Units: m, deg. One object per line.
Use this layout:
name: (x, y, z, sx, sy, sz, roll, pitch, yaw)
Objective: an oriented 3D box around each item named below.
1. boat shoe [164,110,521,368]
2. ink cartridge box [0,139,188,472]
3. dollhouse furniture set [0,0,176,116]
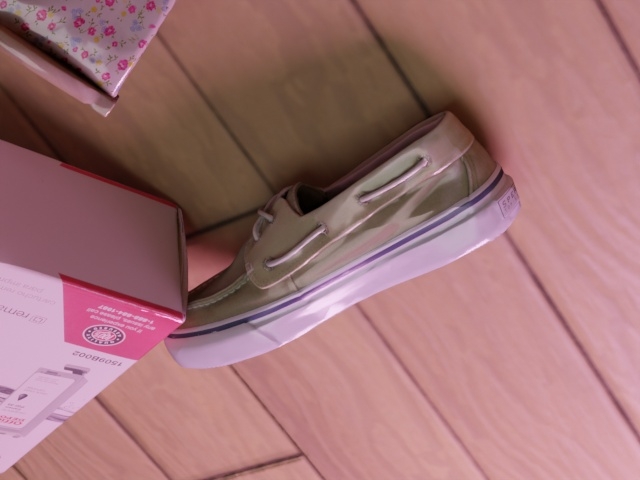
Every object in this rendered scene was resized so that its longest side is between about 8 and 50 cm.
boat shoe: (0.000, 0.000, 1.086, 0.302, 0.109, 0.094, -27, 103, 23)
ink cartridge box: (-0.265, 0.058, 1.145, 0.207, 0.117, 0.283, 20, 137, -33)
dollhouse furniture set: (-0.186, -0.155, 0.851, 0.355, 0.174, 0.303, 33, 99, -10)
